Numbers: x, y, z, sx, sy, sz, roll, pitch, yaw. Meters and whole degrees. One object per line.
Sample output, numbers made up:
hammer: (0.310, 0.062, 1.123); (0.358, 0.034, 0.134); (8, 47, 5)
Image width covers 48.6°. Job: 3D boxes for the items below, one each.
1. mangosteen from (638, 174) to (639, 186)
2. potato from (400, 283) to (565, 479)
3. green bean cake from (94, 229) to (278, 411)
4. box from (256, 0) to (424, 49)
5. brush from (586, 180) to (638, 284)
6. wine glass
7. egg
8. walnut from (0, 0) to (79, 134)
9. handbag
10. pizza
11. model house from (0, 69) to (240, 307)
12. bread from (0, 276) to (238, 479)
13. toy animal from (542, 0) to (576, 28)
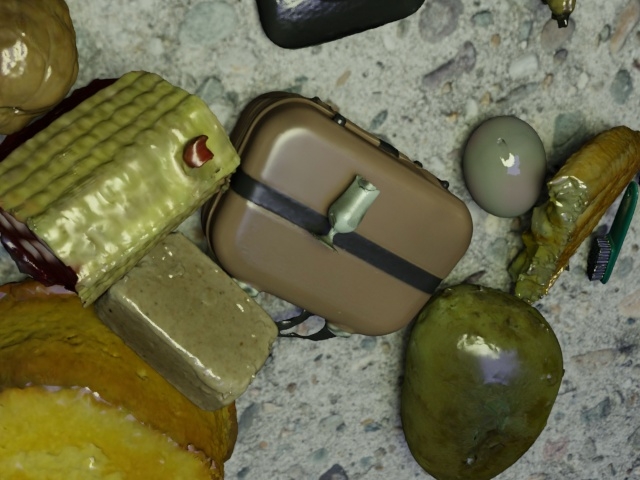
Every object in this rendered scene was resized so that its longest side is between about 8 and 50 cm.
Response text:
mangosteen: (0.569, -0.094, 0.949); (0.265, 0.228, 0.228); (-4, 117, 18)
potato: (0.210, 0.201, 0.973); (0.210, 0.173, 0.307); (8, 116, -4)
green bean cake: (-0.141, 0.085, 0.761); (0.179, 0.085, 0.109); (45, 50, -10)
box: (0.024, -0.323, 0.772); (0.212, 0.042, 0.201); (-17, 114, -10)
brush: (0.404, -0.007, 0.991); (0.032, 0.043, 0.193); (-2, 137, 4)
wine glass: (0.025, -0.030, 0.742); (0.083, 0.042, 0.039); (-54, 153, 5)
egg: (0.233, -0.092, 0.898); (0.103, 0.103, 0.135); (-18, 119, -9)
walnut: (-0.311, -0.194, 0.660); (0.155, 0.155, 0.184); (-24, 74, -6)
handbag: (0.000, 0.000, 0.845); (0.302, 0.149, 0.283); (28, 104, -27)
pizza: (0.315, -0.019, 0.941); (0.280, 0.075, 0.288); (-19, 140, -53)
model house: (-0.205, -0.052, 0.672); (0.196, 0.254, 0.160); (-44, 116, -24)
bread: (-0.299, 0.241, 0.819); (0.398, 0.215, 0.398); (-4, 114, -9)
toy animal: (0.302, -0.355, 0.809); (0.103, 0.101, 0.219); (29, 102, -27)
